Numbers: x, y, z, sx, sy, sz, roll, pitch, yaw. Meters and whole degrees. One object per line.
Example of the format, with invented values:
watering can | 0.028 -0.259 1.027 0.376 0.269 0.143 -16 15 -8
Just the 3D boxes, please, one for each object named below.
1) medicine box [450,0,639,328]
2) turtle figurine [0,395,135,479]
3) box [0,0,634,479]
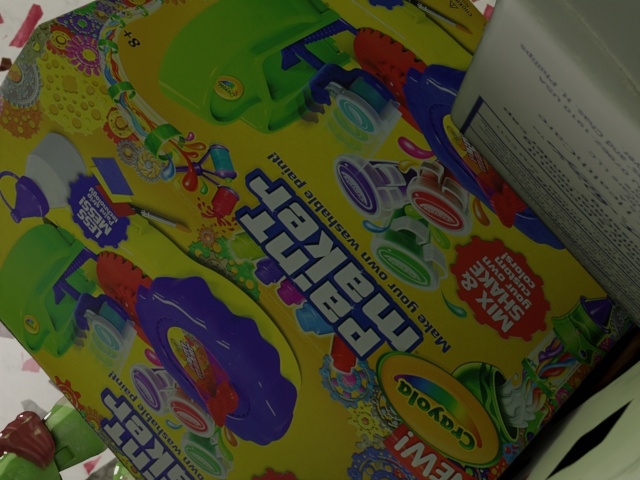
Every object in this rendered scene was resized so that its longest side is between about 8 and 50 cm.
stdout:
medicine box | 0.196 -0.100 0.524 0.263 0.149 0.289 -43 -2 -1
turtle figurine | -0.222 0.182 0.815 0.266 0.198 0.274 -36 -4 -37
box | 0.000 0.000 0.774 0.279 0.290 0.177 -38 -6 -46
